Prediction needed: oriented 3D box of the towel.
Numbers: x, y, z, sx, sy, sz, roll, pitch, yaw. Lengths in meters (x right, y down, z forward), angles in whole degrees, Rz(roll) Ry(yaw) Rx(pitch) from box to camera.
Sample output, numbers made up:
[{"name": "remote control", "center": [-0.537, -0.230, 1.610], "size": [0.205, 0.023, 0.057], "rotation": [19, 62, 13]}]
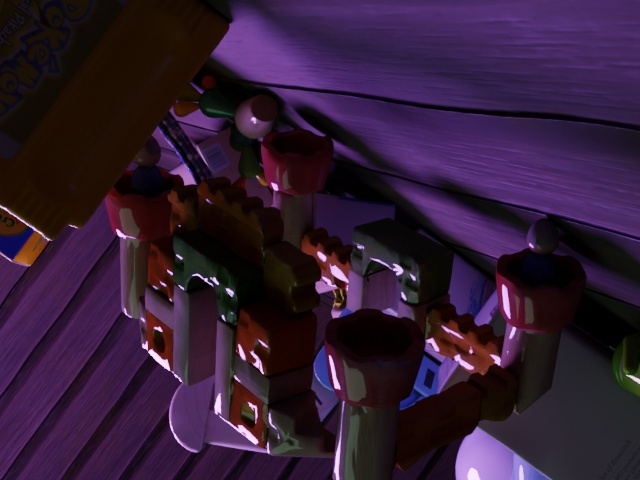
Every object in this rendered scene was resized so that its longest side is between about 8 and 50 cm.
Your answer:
[{"name": "towel", "center": [-0.225, -0.172, 1.493], "size": [0.336, 0.040, 0.243], "rotation": [56, 177, -1]}]

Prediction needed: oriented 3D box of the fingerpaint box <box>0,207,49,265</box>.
[{"name": "fingerpaint box", "center": [-0.568, -0.233, 1.859], "size": [0.445, 0.371, 0.163], "rotation": [36, 174, -1]}]

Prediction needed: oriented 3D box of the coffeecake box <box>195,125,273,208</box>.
[{"name": "coffeecake box", "center": [-0.138, -0.094, 1.769], "size": [0.142, 0.068, 0.185], "rotation": [62, 172, -2]}]

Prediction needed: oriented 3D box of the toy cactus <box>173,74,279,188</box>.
[{"name": "toy cactus", "center": [-0.099, -0.138, 1.397], "size": [0.219, 0.112, 0.180], "rotation": [44, 163, -5]}]

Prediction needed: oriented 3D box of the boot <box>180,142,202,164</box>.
[{"name": "boot", "center": [-0.205, -0.142, 2.105], "size": [0.085, 0.059, 0.158], "rotation": [19, 176, -20]}]

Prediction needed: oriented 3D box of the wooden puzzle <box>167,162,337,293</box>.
[{"name": "wooden puzzle", "center": [-0.123, -0.032, 2.053], "size": [0.348, 0.080, 0.322], "rotation": [40, 154, -16]}]

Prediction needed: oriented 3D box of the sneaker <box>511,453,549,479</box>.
[{"name": "sneaker", "center": [0.347, 0.306, 1.586], "size": [0.135, 0.150, 0.366], "rotation": [12, -173, 30]}]

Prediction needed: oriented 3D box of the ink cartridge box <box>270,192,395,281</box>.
[{"name": "ink cartridge box", "center": [0.000, 0.000, 1.505], "size": [0.148, 0.085, 0.203], "rotation": [6, 168, -12]}]

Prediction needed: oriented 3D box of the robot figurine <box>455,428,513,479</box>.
[{"name": "robot figurine", "center": [0.357, 0.373, 1.878], "size": [0.199, 0.300, 0.353], "rotation": [53, -149, 18]}]

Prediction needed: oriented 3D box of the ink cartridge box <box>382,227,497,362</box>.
[{"name": "ink cartridge box", "center": [0.191, 0.108, 1.538], "size": [0.278, 0.117, 0.201], "rotation": [35, 174, -6]}]

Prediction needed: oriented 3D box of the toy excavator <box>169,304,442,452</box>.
[{"name": "toy excavator", "center": [0.038, 0.237, 1.804], "size": [0.433, 0.445, 0.222], "rotation": [35, 173, 3]}]

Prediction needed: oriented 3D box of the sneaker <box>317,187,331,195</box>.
[{"name": "sneaker", "center": [-0.020, -0.060, 1.636], "size": [0.078, 0.067, 0.188], "rotation": [24, 171, 34]}]

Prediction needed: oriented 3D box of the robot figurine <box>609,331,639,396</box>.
[{"name": "robot figurine", "center": [0.346, 0.133, 1.140], "size": [0.101, 0.067, 0.115], "rotation": [35, 176, -30]}]

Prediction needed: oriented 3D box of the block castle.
[{"name": "block castle", "center": [0.003, 0.025, 1.130], "size": [0.453, 0.303, 0.212], "rotation": [31, 128, 42]}]

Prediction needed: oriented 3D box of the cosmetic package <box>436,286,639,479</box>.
[{"name": "cosmetic package", "center": [0.330, 0.215, 1.297], "size": [0.385, 0.156, 0.217], "rotation": [34, -174, 7]}]

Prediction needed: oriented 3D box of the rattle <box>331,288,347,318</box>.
[{"name": "rattle", "center": [0.084, 0.099, 2.277], "size": [0.130, 0.142, 0.200], "rotation": [-7, -174, -13]}]

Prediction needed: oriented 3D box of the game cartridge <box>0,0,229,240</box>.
[{"name": "game cartridge", "center": [-0.294, -0.196, 1.073], "size": [0.324, 0.285, 0.053], "rotation": [37, 173, -16]}]
